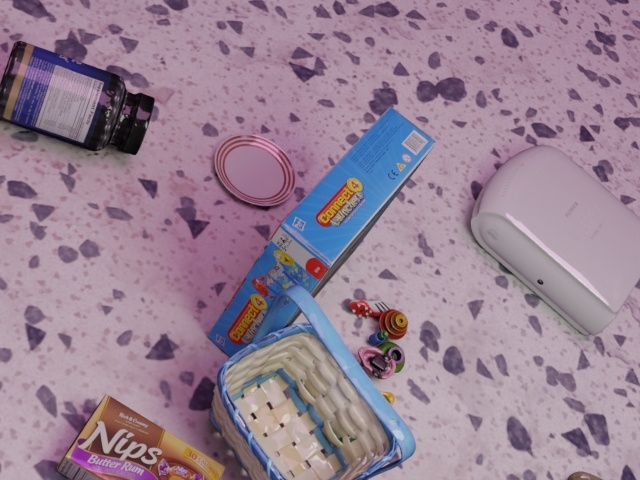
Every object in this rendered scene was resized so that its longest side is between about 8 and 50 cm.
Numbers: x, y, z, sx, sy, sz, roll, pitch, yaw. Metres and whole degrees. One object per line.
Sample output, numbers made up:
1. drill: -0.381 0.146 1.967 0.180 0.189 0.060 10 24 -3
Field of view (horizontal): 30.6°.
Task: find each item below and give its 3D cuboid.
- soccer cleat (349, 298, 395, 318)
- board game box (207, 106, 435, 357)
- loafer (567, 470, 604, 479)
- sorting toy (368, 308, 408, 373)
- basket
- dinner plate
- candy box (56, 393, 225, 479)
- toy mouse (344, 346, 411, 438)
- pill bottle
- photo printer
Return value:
1. soccer cleat: 0.081 0.104 1.819 0.083 0.029 0.035 16 44 -21
2. board game box: 0.000 0.000 1.667 0.086 0.302 0.308 39 48 3
3. loafer: 0.443 0.401 1.782 0.148 0.056 0.050 20 51 -1
4. sorting toy: 0.110 0.150 1.774 0.061 0.042 0.102 11 69 -23
5. basket: -0.015 0.212 1.515 0.201 0.289 0.255 -28 78 -30
6. dinner plate: -0.105 -0.111 1.880 0.141 0.017 0.141 14 52 -18
7. candy box: -0.229 0.294 1.506 0.187 0.053 0.109 34 49 -4
8. toy mouse: 0.054 0.200 1.727 0.161 0.031 0.143 -30 76 -29
9. pill bottle: -0.365 -0.205 1.740 0.219 0.123 0.123 18 51 -16
10. photo printer: 0.418 -0.016 2.025 0.307 0.107 0.256 42 49 4
